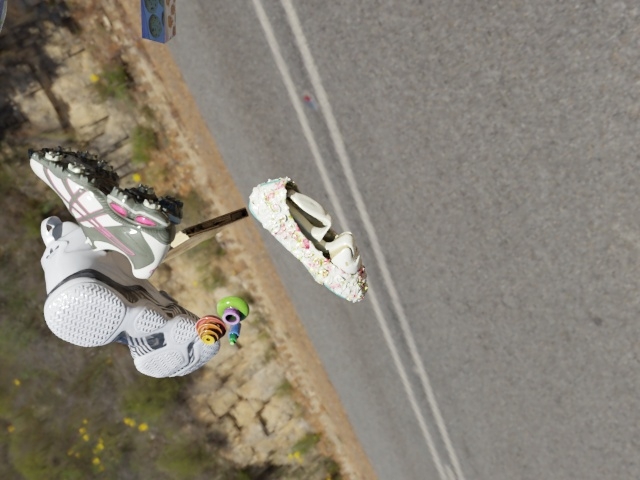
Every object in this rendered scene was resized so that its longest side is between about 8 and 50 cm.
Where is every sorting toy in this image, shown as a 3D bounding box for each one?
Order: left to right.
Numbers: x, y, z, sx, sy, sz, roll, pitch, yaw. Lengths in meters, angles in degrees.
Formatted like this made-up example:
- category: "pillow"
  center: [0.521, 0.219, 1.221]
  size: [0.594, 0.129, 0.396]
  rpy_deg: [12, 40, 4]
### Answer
- category: "sorting toy"
  center: [-0.150, 0.133, 1.199]
  size: [0.061, 0.102, 0.042]
  rpy_deg: [38, -148, -23]

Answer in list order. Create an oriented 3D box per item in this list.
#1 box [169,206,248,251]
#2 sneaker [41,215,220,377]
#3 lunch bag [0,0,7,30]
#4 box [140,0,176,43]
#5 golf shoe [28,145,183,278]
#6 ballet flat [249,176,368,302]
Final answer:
- category: "box"
  center: [-0.245, 0.003, 1.398]
  size: [0.201, 0.164, 0.021]
  rpy_deg: [-28, 89, 38]
- category: "sneaker"
  center: [-0.311, 0.088, 1.277]
  size: [0.366, 0.137, 0.210]
  rpy_deg: [36, -159, -52]
- category: "lunch bag"
  center: [-0.298, -0.124, 0.542]
  size: [0.090, 0.176, 0.219]
  rpy_deg: [14, -166, -38]
- category: "box"
  center: [-0.371, -0.614, 1.764]
  size: [0.067, 0.063, 0.324]
  rpy_deg: [16, 128, 10]
- category: "golf shoe"
  center: [-0.325, -0.049, 1.105]
  size: [0.272, 0.105, 0.120]
  rpy_deg: [30, 110, 23]
- category: "ballet flat"
  center: [0.000, 0.000, 1.107]
  size: [0.077, 0.091, 0.241]
  rpy_deg: [-32, 118, 35]
